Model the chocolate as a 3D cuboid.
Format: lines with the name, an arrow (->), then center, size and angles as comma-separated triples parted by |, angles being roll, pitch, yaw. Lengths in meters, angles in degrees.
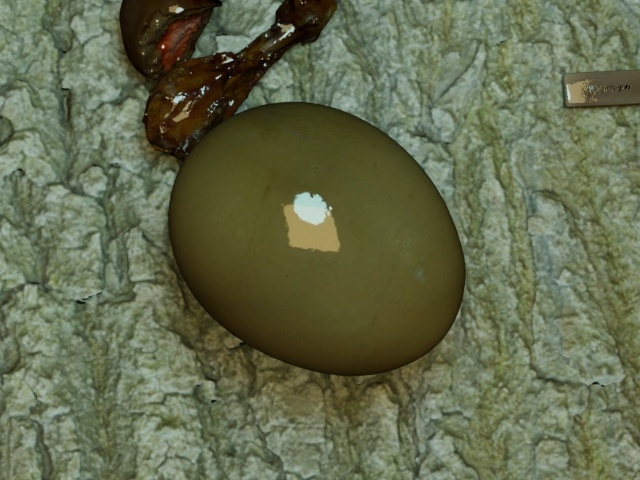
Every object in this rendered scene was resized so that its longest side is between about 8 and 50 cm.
chocolate -> -0.194, -0.268, 1.700 | 0.124, 0.127, 0.133 | 34, 93, -38

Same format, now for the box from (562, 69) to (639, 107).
box -> 0.377, -0.200, 1.801 | 0.115, 0.025, 0.048 | -2, 91, -6

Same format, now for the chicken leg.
chicken leg -> -0.101, -0.217, 1.728 | 0.304, 0.113, 0.093 | -40, 54, -13

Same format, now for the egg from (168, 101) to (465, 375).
egg -> 0.000, 0.000, 1.626 | 0.374, 0.301, 0.301 | 29, 87, -11
